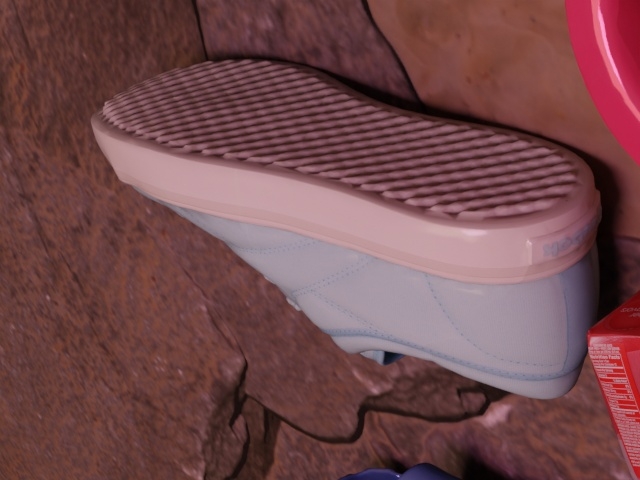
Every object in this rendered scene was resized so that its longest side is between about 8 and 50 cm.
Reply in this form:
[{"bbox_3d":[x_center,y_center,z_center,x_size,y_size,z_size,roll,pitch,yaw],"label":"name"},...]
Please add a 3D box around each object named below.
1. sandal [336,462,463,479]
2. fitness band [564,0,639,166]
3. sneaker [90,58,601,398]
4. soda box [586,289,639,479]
[{"bbox_3d":[0.083,0.199,1.016,0.317,0.126,0.138,-29,88,57],"label":"sandal"},{"bbox_3d":[0.211,-0.093,0.652,0.291,0.054,0.209,12,128,51],"label":"fitness band"},{"bbox_3d":[0.000,0.000,0.943,0.366,0.135,0.150,23,131,45],"label":"sneaker"},{"bbox_3d":[0.239,0.055,0.694,0.263,0.092,0.083,-3,115,55],"label":"soda box"}]
